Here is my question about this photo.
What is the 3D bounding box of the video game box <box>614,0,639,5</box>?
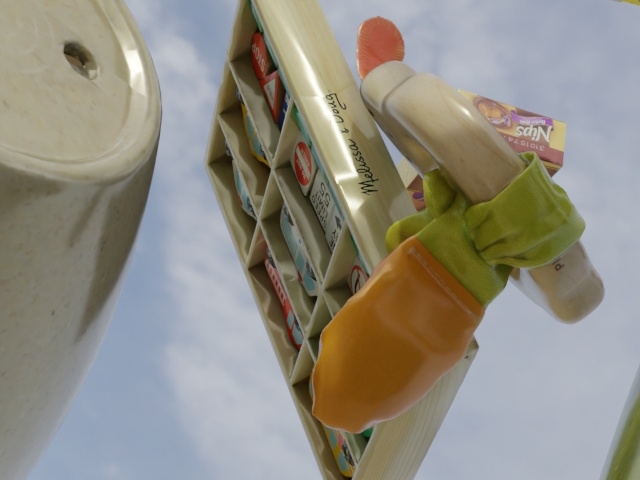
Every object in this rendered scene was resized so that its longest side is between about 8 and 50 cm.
[{"bbox_3d":[0.286,-0.219,0.940,0.187,0.048,0.205,17,-38,14],"label":"video game box"}]

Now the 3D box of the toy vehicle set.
[{"bbox_3d":[0.000,0.000,0.813,0.166,0.035,0.266,107,-33,-49],"label":"toy vehicle set"}]

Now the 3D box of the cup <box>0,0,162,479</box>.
[{"bbox_3d":[-0.203,-0.027,0.615,0.237,0.331,0.331,-37,-87,29],"label":"cup"}]

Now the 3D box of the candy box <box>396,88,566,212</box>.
[{"bbox_3d":[0.138,-0.061,1.372,0.109,0.053,0.186,16,-28,-13],"label":"candy box"}]

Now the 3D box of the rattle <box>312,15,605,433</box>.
[{"bbox_3d":[0.029,-0.012,0.687,0.130,0.142,0.199,29,13,-45],"label":"rattle"}]

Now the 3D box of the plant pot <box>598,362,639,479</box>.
[{"bbox_3d":[0.165,0.131,0.374,0.275,0.293,0.274,23,-45,25],"label":"plant pot"}]
